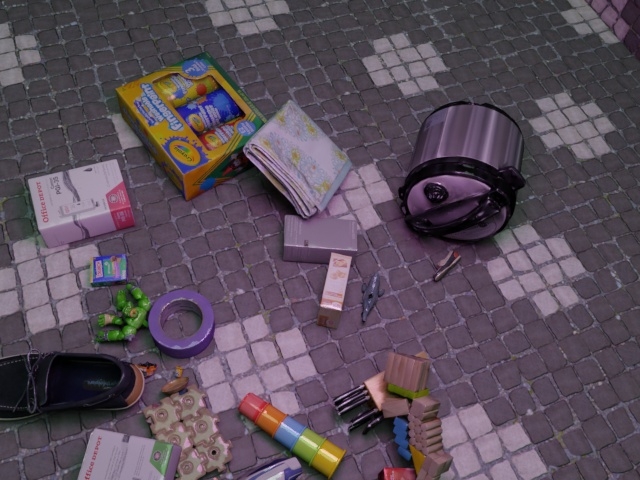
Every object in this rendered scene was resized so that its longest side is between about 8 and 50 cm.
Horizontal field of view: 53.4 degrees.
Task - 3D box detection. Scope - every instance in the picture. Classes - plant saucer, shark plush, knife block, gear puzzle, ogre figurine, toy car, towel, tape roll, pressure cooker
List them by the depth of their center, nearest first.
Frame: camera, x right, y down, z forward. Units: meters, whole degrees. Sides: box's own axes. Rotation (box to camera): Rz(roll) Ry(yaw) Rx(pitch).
[{"bbox_3d":[-0.335,0.569,1.726,0.175,0.044,0.339,-25,68,-21],"label":"gear puzzle"},{"bbox_3d":[-0.408,0.412,1.794,0.083,0.083,0.015,-24,101,-19],"label":"plant saucer"},{"bbox_3d":[-0.460,0.376,1.815,0.122,0.060,0.040,9,91,6],"label":"toy car"},{"bbox_3d":[0.168,0.427,1.836,0.242,0.088,0.275,18,60,2],"label":"knife block"},{"bbox_3d":[-0.568,0.218,1.876,0.118,0.096,0.197,13,42,22],"label":"ogre figurine"},{"bbox_3d":[-0.408,0.247,1.881,0.189,0.080,0.189,3,60,-5],"label":"tape roll"},{"bbox_3d":[0.148,0.178,1.994,0.073,0.067,0.161,28,60,10],"label":"shark plush"},{"bbox_3d":[0.457,-0.196,2.079,0.376,0.370,0.420,15,55,7],"label":"pressure cooker"},{"bbox_3d":[-0.064,-0.277,2.100,0.320,0.090,0.374,48,37,-13],"label":"towel"}]

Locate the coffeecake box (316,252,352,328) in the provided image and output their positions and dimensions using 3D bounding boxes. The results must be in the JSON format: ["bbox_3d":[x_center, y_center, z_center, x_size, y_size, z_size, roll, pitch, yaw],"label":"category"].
[{"bbox_3d":[0.042,0.156,1.951,0.068,0.142,0.185,12,59,1],"label":"coffeecake box"}]

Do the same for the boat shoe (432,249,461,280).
[{"bbox_3d":[0.409,0.082,2.093,0.043,0.049,0.137,40,61,20],"label":"boat shoe"}]

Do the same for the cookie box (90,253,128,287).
[{"bbox_3d":[-0.653,0.094,1.965,0.107,0.040,0.091,-6,61,-9],"label":"cookie box"}]

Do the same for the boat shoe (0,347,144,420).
[{"bbox_3d":[-0.736,0.381,1.714,0.500,0.156,0.186,0,63,-1],"label":"boat shoe"}]

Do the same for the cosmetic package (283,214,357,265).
[{"bbox_3d":[0.000,0.000,2.063,0.238,0.107,0.127,1,56,-2],"label":"cosmetic package"}]

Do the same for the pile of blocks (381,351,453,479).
[{"bbox_3d":[0.263,0.478,1.725,0.113,0.149,0.362,7,70,-51],"label":"pile of blocks"}]

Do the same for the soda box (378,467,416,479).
[{"bbox_3d":[0.205,0.736,1.661,0.092,0.083,0.263,4,59,-5],"label":"soda box"}]

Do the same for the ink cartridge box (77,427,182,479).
[{"bbox_3d":[-0.490,0.586,1.636,0.219,0.092,0.160,9,69,8],"label":"ink cartridge box"}]

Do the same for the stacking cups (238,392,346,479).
[{"bbox_3d":[-0.085,0.529,1.743,0.316,0.096,0.096,30,61,11],"label":"stacking cups"}]

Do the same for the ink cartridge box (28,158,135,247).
[{"bbox_3d":[-0.762,-0.119,2.033,0.283,0.117,0.207,-16,63,-16],"label":"ink cartridge box"}]

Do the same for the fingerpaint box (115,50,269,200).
[{"bbox_3d":[-0.432,-0.413,2.218,0.371,0.163,0.445,-30,67,-23],"label":"fingerpaint box"}]

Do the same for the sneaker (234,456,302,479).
[{"bbox_3d":[-0.175,0.701,1.626,0.315,0.127,0.182,-23,84,-31],"label":"sneaker"}]
